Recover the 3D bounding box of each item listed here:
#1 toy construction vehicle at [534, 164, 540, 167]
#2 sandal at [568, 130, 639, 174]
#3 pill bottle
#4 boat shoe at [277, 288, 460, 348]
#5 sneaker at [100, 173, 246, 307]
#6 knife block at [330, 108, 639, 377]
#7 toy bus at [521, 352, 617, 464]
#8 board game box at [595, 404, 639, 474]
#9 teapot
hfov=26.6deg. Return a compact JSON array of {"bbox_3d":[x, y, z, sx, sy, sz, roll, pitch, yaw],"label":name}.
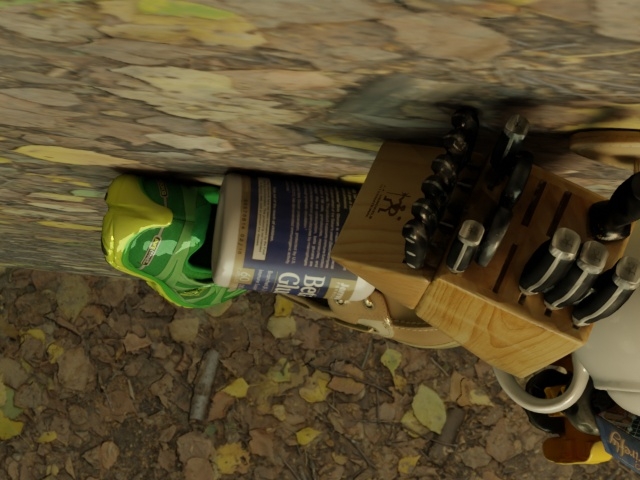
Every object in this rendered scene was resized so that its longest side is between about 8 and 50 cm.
[{"bbox_3d":[0.111,-0.032,0.950,0.098,0.035,0.086,4,175,18],"label":"toy construction vehicle"},{"bbox_3d":[0.249,-0.008,0.817,0.240,0.079,0.088,9,174,-33],"label":"sandal"},{"bbox_3d":[0.000,0.000,1.106,0.169,0.094,0.094,6,175,-9],"label":"pill bottle"},{"bbox_3d":[0.050,0.043,1.387,0.110,0.122,0.341,8,176,-34],"label":"boat shoe"},{"bbox_3d":[-0.099,0.011,1.258,0.123,0.109,0.295,8,176,18],"label":"sneaker"},{"bbox_3d":[0.139,0.018,0.813,0.242,0.088,0.275,14,165,48],"label":"knife block"},{"bbox_3d":[0.315,0.108,1.340,0.211,0.220,0.149,1,173,-14],"label":"toy bus"},{"bbox_3d":[0.373,0.174,1.154,0.165,0.042,0.243,-22,-159,-16],"label":"board game box"},{"bbox_3d":[0.307,0.080,1.143,0.252,0.187,0.256,8,176,-18],"label":"teapot"}]
